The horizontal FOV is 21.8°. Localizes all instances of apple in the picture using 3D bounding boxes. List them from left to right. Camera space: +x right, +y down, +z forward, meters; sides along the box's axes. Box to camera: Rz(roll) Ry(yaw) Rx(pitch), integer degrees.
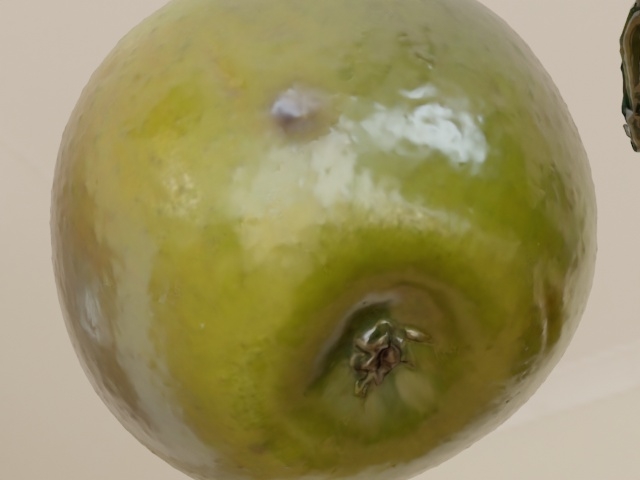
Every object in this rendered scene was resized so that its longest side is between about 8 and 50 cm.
[{"bbox_3d":[0.000,0.000,0.580,0.196,0.157,0.196,-7,-56,-11],"label":"apple"}]

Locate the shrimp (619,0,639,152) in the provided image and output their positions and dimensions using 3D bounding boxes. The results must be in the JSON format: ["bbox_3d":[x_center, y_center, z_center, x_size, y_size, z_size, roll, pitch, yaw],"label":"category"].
[{"bbox_3d":[0.088,-0.095,0.458,0.051,0.198,0.262,-21,-25,4],"label":"shrimp"}]
